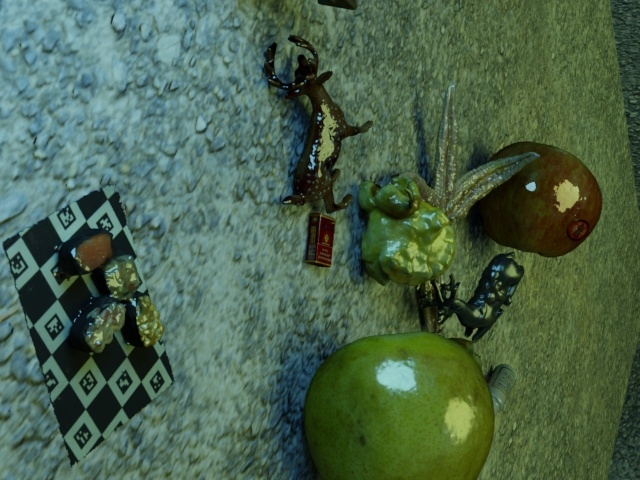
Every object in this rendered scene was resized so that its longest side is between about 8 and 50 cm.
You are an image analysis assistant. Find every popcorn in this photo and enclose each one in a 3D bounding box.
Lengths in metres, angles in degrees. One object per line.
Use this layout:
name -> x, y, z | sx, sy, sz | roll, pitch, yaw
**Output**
popcorn -> 0.153, -0.017, 1.562 | 0.173, 0.168, 0.195 | -83, 169, -73

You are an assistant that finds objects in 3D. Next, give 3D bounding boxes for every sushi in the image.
sushi -> -0.237, 0.089, 1.014 | 0.192, 0.043, 0.280 | -39, 124, -53

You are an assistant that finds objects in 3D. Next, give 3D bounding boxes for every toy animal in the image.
toy animal -> 0.000, -0.169, 1.376 | 0.260, 0.087, 0.244 | 15, 77, -63

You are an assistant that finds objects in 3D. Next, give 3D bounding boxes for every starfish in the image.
starfish -> 0.265, -0.072, 1.790 | 0.398, 0.132, 0.384 | -46, 136, -18

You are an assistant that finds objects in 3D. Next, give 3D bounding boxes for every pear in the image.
pear -> 0.119, 0.290, 1.393 | 0.304, 0.303, 0.304 | -5, 95, -60

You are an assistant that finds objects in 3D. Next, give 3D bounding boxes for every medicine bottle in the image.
medicine bottle -> 0.409, 0.393, 2.146 | 0.221, 0.061, 0.092 | -45, 148, -49

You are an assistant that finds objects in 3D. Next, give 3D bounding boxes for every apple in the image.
apple -> 0.498, -0.080, 2.075 | 0.309, 0.277, 0.250 | 33, 74, -28

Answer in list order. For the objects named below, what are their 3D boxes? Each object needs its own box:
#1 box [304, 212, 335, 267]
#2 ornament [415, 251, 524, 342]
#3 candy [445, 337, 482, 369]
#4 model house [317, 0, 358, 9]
box -> 0.000, 0.000, 1.445 | 0.051, 0.023, 0.082 | 20, 75, -60
ornament -> 0.289, 0.088, 1.756 | 0.236, 0.080, 0.202 | 24, 97, -43
candy -> 0.268, 0.325, 1.836 | 0.260, 0.117, 0.260 | -5, 95, -63
model house -> -0.014, -0.401, 1.234 | 0.248, 0.180, 0.176 | 30, 66, -52
